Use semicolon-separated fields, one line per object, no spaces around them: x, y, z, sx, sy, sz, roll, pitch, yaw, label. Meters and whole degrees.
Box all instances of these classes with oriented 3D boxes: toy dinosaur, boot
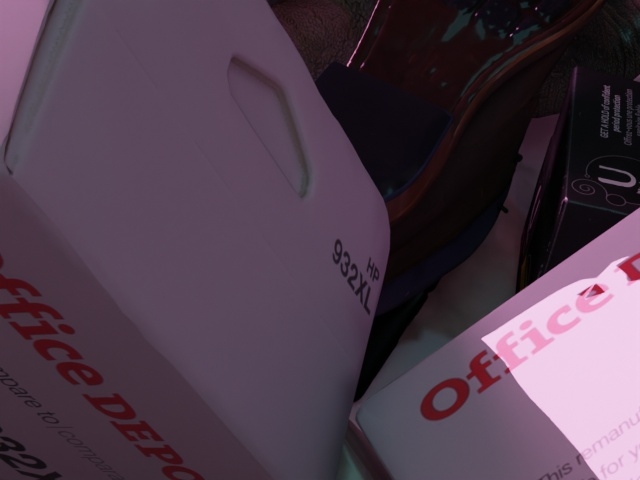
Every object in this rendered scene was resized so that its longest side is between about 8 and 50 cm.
0.075;-0.117;0.788;0.313;0.121;0.160;14;65;-13;toy dinosaur
0.057;-0.060;0.695;0.082;0.106;0.219;33;59;22;boot

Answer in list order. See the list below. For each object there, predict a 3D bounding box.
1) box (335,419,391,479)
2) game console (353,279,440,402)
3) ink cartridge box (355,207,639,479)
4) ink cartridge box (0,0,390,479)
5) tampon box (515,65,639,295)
0.047;0.198;0.577;0.094;0.113;0.275;-36;67;0;box
0.000;0.000;0.754;0.122;0.071;0.107;34;32;12;game console
0.176;0.127;0.495;0.198;0.197;0.270;-35;35;1;ink cartridge box
-0.160;-0.007;0.550;0.307;0.223;0.129;-2;57;24;ink cartridge box
0.172;0.011;0.696;0.161;0.101;0.120;14;34;2;tampon box
